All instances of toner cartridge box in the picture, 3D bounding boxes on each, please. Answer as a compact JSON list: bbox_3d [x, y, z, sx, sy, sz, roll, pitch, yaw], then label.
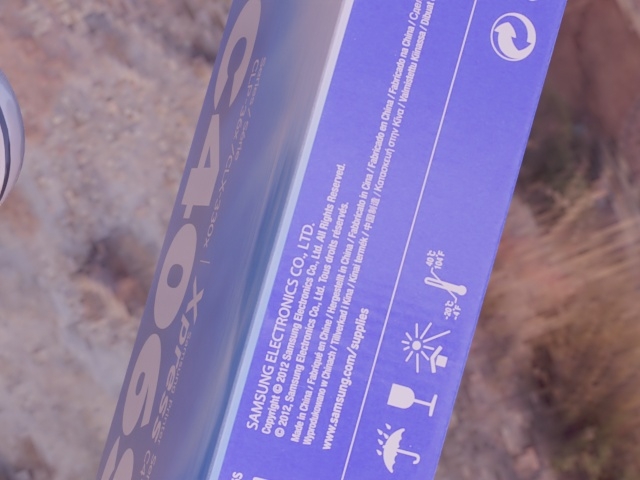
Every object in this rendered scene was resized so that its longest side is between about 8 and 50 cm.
[{"bbox_3d":[0.006,-0.031,0.628,0.075,0.165,0.347,17,87,-17],"label":"toner cartridge box"}]

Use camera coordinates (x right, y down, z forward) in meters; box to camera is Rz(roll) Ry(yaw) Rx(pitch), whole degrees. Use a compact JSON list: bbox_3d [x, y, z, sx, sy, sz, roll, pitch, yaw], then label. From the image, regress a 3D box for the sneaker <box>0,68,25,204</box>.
[{"bbox_3d":[-0.282,-0.023,0.674,0.127,0.321,0.126,-58,141,-64],"label":"sneaker"}]
